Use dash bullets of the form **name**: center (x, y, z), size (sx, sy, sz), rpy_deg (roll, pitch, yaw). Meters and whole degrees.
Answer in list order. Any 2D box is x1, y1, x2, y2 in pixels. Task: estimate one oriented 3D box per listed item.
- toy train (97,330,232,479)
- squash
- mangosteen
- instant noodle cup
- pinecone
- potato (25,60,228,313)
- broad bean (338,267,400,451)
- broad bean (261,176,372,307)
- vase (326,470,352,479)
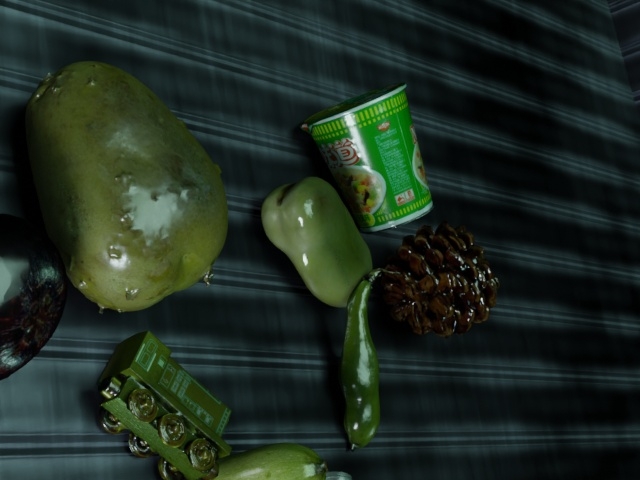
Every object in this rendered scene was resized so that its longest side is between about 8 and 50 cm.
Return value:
- **toy train**: center (-0.218, 0.245, 1.689), size (0.225, 0.090, 0.137), rpy_deg (46, 41, -24)
- **squash**: center (-0.068, 0.356, 1.733), size (0.123, 0.186, 0.123), rpy_deg (31, 49, -44)
- **mangosteen**: center (-0.430, 0.067, 1.462), size (0.216, 0.216, 0.216), rpy_deg (23, 56, -40)
- **instant noodle cup**: center (0.097, -0.143, 2.159), size (0.207, 0.207, 0.233), rpy_deg (-35, 108, -50)
- **pinecone**: center (0.206, 0.075, 2.149), size (0.221, 0.221, 0.221), rpy_deg (23, 56, -40)
- **potato**: center (-0.273, -0.084, 1.680), size (0.269, 0.219, 0.359), rpy_deg (-14, 81, -43)
- **broad bean**: center (0.077, 0.199, 2.009), size (0.098, 0.056, 0.318), rpy_deg (14, 81, -25)
- **broad bean**: center (0.000, 0.000, 2.042), size (0.263, 0.121, 0.189), rpy_deg (59, 35, -33)
- **vase**: center (0.023, 0.473, 1.859), size (0.086, 0.086, 0.214), rpy_deg (28, 49, -37)
